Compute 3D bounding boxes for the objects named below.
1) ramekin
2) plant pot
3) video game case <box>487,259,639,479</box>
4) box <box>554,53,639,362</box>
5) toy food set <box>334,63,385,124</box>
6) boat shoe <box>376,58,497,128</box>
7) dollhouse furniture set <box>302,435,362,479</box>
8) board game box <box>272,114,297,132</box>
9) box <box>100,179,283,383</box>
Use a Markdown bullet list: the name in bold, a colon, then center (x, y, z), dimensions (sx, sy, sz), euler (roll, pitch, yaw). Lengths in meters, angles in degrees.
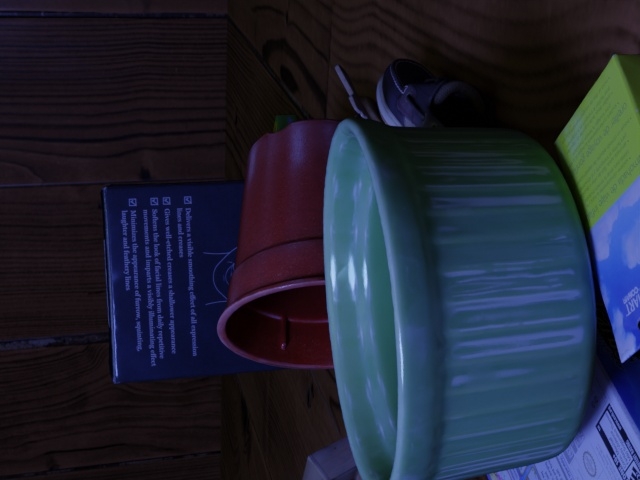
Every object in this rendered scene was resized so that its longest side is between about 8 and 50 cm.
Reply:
- **ramekin**: center (0.099, 0.049, 0.739), dimensions (0.303, 0.148, 0.303), euler (175, 90, -82)
- **plant pot**: center (0.000, 0.000, 1.221), dimensions (0.272, 0.273, 0.265), euler (111, 159, -58)
- **video game case**: center (0.214, 0.165, 0.787), dimensions (0.269, 0.061, 0.244), euler (-107, 22, -44)
- **box**: center (0.213, -0.022, 0.605), dimensions (0.109, 0.043, 0.178), euler (109, 155, -59)
- **toy food set**: center (0.074, -0.112, 1.054), dimensions (0.038, 0.192, 0.132), euler (-40, 36, 15)
- **boat shoe**: center (0.136, -0.126, 0.964), dimensions (0.285, 0.103, 0.092), euler (-106, 32, -51)
- **dollhouse furniture set**: center (0.111, 0.357, 1.165), dimensions (0.242, 0.161, 0.212), euler (48, 145, 32)
- **board game box**: center (-0.076, -0.072, 1.870), dimensions (0.317, 0.046, 0.213), euler (107, 154, -53)
- **box**: center (-0.142, 0.053, 1.457), dimensions (0.212, 0.396, 0.293), euler (-175, 83, -76)
